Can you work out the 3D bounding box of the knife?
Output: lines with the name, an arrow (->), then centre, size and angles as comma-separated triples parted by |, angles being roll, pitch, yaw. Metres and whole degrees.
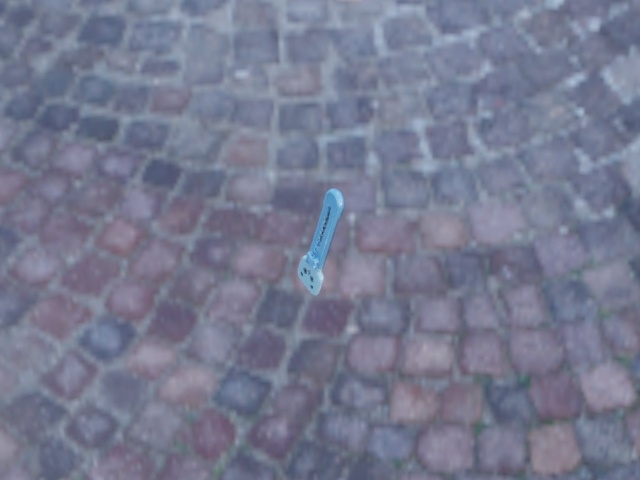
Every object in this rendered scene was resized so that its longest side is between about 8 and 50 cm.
knife -> 0.000, 0.000, 1.292 | 0.010, 0.096, 0.027 | -17, 53, -32
